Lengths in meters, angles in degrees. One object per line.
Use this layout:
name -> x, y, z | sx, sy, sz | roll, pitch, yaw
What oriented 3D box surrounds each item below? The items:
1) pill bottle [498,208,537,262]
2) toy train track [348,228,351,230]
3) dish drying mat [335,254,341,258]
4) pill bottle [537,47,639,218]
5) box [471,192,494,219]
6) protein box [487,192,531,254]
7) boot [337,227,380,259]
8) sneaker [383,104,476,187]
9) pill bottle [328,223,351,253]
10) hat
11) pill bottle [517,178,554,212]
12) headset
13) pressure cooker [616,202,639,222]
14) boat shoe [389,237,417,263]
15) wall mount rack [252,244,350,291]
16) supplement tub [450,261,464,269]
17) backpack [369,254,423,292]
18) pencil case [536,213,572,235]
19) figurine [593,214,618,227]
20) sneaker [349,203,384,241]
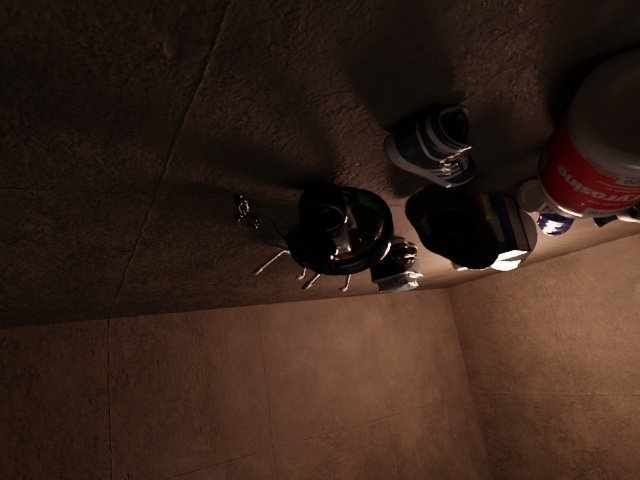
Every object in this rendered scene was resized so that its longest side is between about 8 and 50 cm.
pill bottle -> 0.743, -0.002, 1.662 | 0.204, 0.204, 0.361 | -14, 165, 16
toy train track -> 0.085, -0.048, 1.460 | 0.048, 0.014, 0.083 | -3, 160, 5
dish drying mat -> 0.044, 0.061, 1.538 | 0.032, 0.008, 0.083 | 23, 162, -28
pill bottle -> 0.593, -0.179, 0.861 | 0.229, 0.228, 0.408 | -13, 165, 13
box -> 0.467, -0.081, 1.429 | 0.058, 0.087, 0.232 | 6, 160, -44
protein box -> 0.581, -0.033, 1.449 | 0.136, 0.201, 0.200 | 5, 160, -43
boot -> 0.137, 0.039, 1.594 | 0.284, 0.109, 0.220 | -12, 160, 30
sneaker -> 0.283, -0.192, 0.877 | 0.282, 0.099, 0.153 | 6, 161, -37
pill bottle -> 0.000, 0.000, 1.394 | 0.187, 0.111, 0.112 | -12, 165, 10
hat -> 0.433, -0.064, 1.299 | 0.134, 0.331, 0.331 | -49, 179, -21
pill bottle -> 0.730, -0.141, 1.323 | 0.180, 0.107, 0.108 | -2, 164, -26
headset -> -0.019, -0.048, 1.040 | 0.394, 0.243, 0.185 | 3, 145, 22
pressure cooker -> 0.962, -0.117, 1.001 | 0.421, 0.375, 0.370 | -14, 136, 30
boat shoe -> 0.378, 0.063, 1.896 | 0.114, 0.091, 0.303 | -17, 163, 26
wall mount rack -> -0.051, 0.101, 1.461 | 0.350, 0.130, 0.304 | 12, 175, 31
supplement tub -> 0.725, 0.057, 1.985 | 0.200, 0.144, 0.144 | -11, 165, 6
backpack -> 0.406, 0.172, 2.166 | 0.225, 0.191, 0.254 | -22, 165, 38
pencil case -> 0.874, -0.097, 1.546 | 0.133, 0.119, 0.306 | -2, 170, 26
figurine -> 1.048, -0.152, 1.471 | 0.215, 0.092, 0.209 | 22, 144, -34
sneaker -> 0.163, -0.045, 1.309 | 0.083, 0.118, 0.222 | -19, 162, 31
